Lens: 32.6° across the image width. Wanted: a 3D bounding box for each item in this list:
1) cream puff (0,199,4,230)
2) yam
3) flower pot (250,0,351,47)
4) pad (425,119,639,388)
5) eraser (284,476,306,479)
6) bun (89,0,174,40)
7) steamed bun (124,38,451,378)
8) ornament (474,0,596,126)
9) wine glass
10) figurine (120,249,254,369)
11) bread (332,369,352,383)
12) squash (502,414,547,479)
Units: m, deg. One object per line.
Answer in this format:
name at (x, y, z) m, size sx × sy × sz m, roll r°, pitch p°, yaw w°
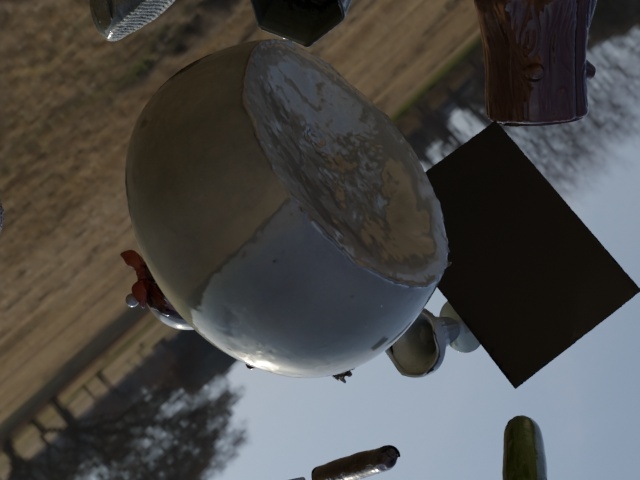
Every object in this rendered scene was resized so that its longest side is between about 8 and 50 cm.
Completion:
cream puff at (-0.834, -0.087, 2.298) m, size 0.350 × 0.350 × 0.229 m, roll -44°, pitch 144°, yaw -80°
yam at (0.057, 0.389, 1.872) m, size 0.046 × 0.046 × 0.264 m, roll -42°, pitch -176°, yaw -33°
flower pot at (-0.037, -0.583, 2.463) m, size 0.209 × 0.239 × 0.190 m, roll -3°, pitch -142°, yaw 19°
pad at (0.291, 0.014, 1.726) m, size 0.247 × 0.368 × 0.007 m, roll -37°, pitch 161°, yaw 0°
eraser at (-0.114, 0.447, 1.754) m, size 0.124 × 0.068 × 0.210 m, roll -1°, pitch 151°, yaw -33°
bun at (-0.318, -0.413, 1.796) m, size 0.166 × 0.113 × 0.173 m, roll -38°, pitch -177°, yaw -17°
steamed bun at (-0.042, -0.023, 1.036) m, size 0.206 × 0.324 × 0.324 m, roll -37°, pitch -178°, yaw 30°
ornament at (0.371, -0.315, 1.862) m, size 0.221 × 0.218 × 0.235 m, roll -10°, pitch -165°, yaw -20°
wine glass at (0.251, 0.206, 2.393) m, size 0.196 × 0.165 × 0.165 m, roll -9°, pitch 155°, yaw -46°
figurine at (-0.161, 0.058, 1.490) m, size 0.226 × 0.184 × 0.160 m, roll 12°, pitch 150°, yaw -31°
bread at (0.053, 0.135, 2.075) m, size 0.241 × 0.136 × 0.107 m, roll -55°, pitch -155°, yaw -12°
squash at (0.317, 0.344, 1.699) m, size 0.069 × 0.069 × 0.239 m, roll -41°, pitch -171°, yaw 21°
